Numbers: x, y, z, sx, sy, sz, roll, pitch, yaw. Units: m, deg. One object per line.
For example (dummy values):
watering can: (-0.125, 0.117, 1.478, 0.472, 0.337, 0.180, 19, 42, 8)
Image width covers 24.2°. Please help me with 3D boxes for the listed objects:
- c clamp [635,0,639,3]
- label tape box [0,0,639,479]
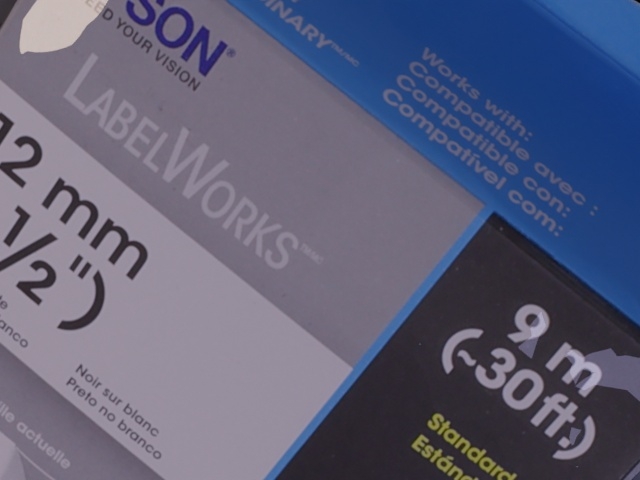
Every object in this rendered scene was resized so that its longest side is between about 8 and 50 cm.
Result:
c clamp: (0.082, -0.058, 0.610, 0.161, 0.022, 0.137, -38, 114, 15)
label tape box: (0.000, 0.000, 0.519, 0.249, 0.115, 0.347, 39, 112, 3)
